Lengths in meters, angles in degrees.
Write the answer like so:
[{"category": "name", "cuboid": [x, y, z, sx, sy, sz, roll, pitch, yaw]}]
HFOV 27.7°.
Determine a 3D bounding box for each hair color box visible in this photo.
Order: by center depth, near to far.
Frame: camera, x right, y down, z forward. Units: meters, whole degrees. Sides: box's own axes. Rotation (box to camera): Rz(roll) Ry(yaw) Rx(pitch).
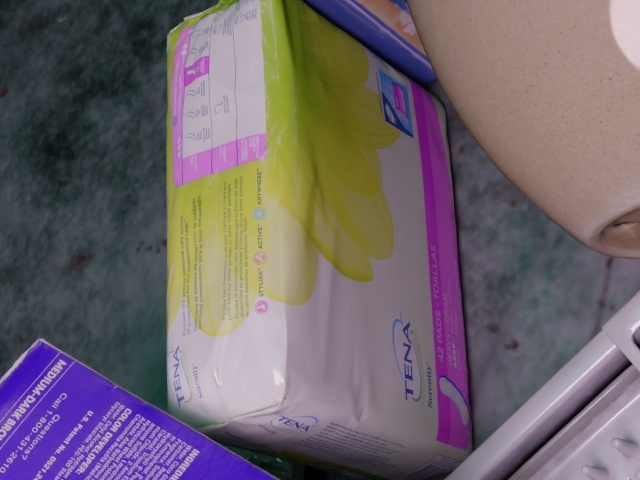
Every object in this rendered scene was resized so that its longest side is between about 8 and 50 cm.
[{"category": "hair color box", "cuboid": [-0.045, 0.199, 0.730, 0.338, 0.185, 0.110, 21, 64, 37]}]

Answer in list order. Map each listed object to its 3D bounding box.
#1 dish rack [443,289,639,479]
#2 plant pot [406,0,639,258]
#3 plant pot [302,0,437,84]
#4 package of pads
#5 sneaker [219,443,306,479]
[{"category": "dish rack", "cuboid": [0.199, 0.205, 0.729, 0.333, 0.072, 0.285, -46, 52, 14]}, {"category": "plant pot", "cuboid": [0.195, -0.099, 0.722, 0.284, 0.284, 0.191, -19, 68, 31]}, {"category": "plant pot", "cuboid": [0.034, -0.261, 0.942, 0.212, 0.236, 0.236, 41, 99, 34]}, {"category": "package of pads", "cuboid": [0.000, 0.000, 0.860, 0.101, 0.229, 0.297, -18, 63, 32]}, {"category": "sneaker", "cuboid": [-0.082, 0.250, 0.911, 0.110, 0.118, 0.292, 7, 57, 32]}]
